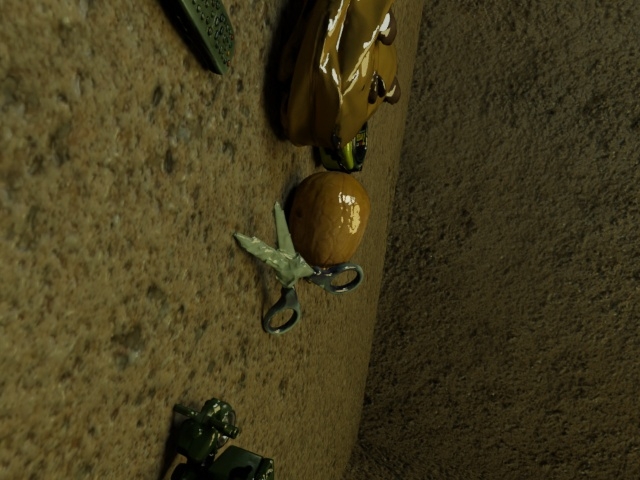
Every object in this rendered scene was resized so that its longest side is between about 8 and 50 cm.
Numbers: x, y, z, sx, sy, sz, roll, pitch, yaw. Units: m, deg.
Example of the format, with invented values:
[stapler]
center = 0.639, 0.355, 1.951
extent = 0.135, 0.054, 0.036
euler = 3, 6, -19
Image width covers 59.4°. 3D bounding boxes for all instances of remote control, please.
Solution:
[remote control]
center = -0.155, -0.291, 0.713
extent = 0.222, 0.042, 0.072
euler = 56, 46, -72

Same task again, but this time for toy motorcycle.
[toy motorcycle]
center = -0.159, 0.369, 0.848
extent = 0.275, 0.205, 0.127
euler = -56, 152, -46

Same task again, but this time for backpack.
[backpack]
center = 0.047, -0.351, 1.130
extent = 0.353, 0.201, 0.378
euler = 59, 49, -73

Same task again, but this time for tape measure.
[tape measure]
center = 0.053, -0.261, 1.421
extent = 0.199, 0.112, 0.186
euler = -34, 126, -63

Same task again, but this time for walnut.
[walnut]
center = 0.014, -0.047, 1.272
extent = 0.193, 0.193, 0.226
euler = -24, 135, -73

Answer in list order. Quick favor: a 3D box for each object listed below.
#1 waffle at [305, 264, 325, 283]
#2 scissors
[waffle]
center = 0.000, 0.000, 1.526
extent = 0.238, 0.058, 0.244
euler = -39, 135, -65
[scissors]
center = -0.056, 0.055, 1.143
extent = 0.029, 0.256, 0.383
euler = 57, -3, 38
